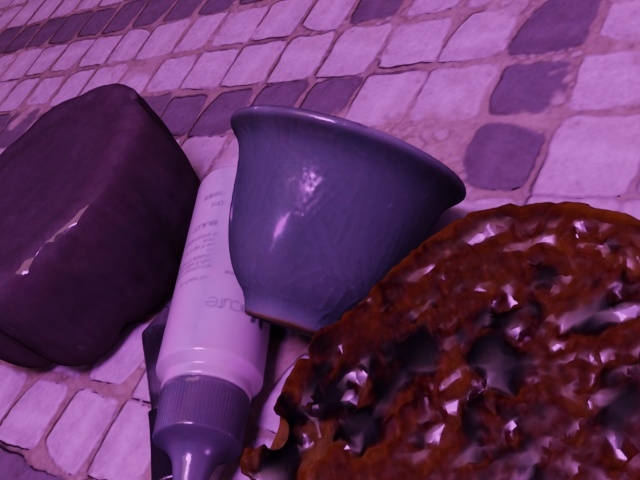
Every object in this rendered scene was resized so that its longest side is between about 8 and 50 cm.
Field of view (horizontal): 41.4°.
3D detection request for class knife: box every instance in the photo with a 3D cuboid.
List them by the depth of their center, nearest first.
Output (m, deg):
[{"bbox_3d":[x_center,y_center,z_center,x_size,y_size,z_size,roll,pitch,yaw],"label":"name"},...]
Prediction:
[{"bbox_3d":[-0.132,0.132,0.764,0.060,0.028,0.230,-25,37,1],"label":"knife"}]

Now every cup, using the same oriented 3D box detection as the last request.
[{"bbox_3d":[0.000,0.000,0.677,0.199,0.199,0.150,11,79,45],"label":"cup"}]

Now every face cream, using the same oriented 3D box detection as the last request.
[{"bbox_3d":[-0.087,0.072,0.725,0.092,0.092,0.311,-18,43,26],"label":"face cream"}]

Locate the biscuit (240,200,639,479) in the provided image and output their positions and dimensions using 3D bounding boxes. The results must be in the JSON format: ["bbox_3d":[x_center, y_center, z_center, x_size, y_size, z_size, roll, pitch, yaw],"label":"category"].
[{"bbox_3d":[0.107,0.121,0.528,0.334,0.081,0.289,-37,43,3],"label":"biscuit"}]

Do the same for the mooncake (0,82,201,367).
[{"bbox_3d":[-0.264,-0.014,0.904,0.306,0.154,0.306,-22,42,21],"label":"mooncake"}]
